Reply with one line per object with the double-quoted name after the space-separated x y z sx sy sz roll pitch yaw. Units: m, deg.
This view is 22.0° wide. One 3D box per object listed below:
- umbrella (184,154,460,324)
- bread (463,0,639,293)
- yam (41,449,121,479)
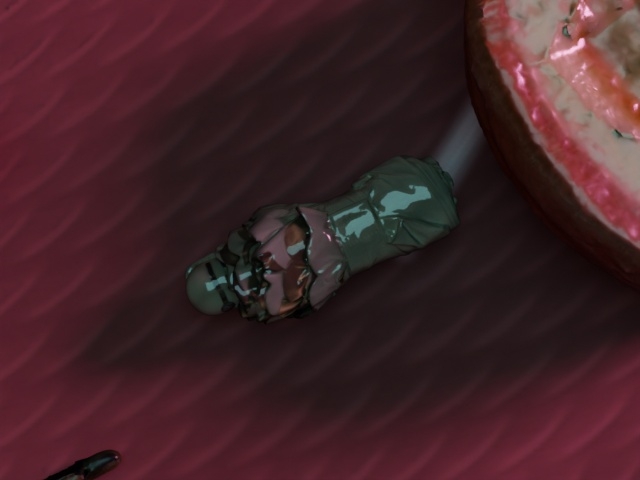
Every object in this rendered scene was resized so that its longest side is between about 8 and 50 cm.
0.000 0.000 0.819 0.143 0.062 0.067 -23 46 -1 "umbrella"
0.164 -0.083 0.794 0.190 0.123 0.244 -45 80 -3 "bread"
-0.149 0.131 0.827 0.107 0.014 0.014 -26 80 -1 "yam"
